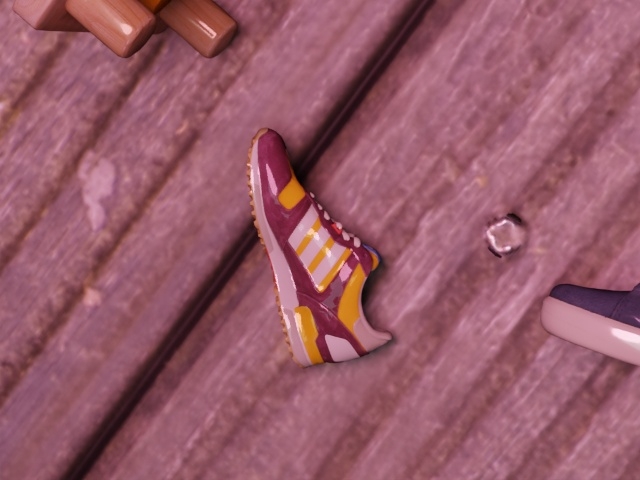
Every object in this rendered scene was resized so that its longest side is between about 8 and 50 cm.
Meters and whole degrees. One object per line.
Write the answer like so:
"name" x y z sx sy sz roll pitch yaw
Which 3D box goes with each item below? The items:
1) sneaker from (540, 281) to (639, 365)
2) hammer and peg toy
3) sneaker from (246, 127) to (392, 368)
"sneaker" 0.330 0.028 1.119 0.350 0.131 0.148 5 91 8
"hammer and peg toy" -0.053 -0.287 1.098 0.127 0.266 0.361 41 105 6
"sneaker" 0.000 0.000 1.226 0.083 0.069 0.186 -13 99 6
